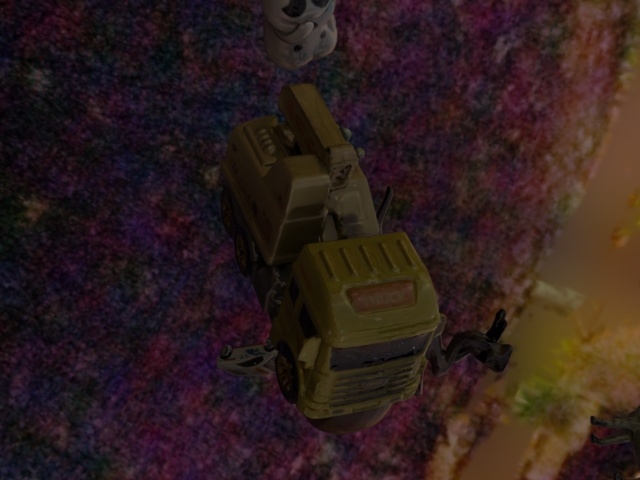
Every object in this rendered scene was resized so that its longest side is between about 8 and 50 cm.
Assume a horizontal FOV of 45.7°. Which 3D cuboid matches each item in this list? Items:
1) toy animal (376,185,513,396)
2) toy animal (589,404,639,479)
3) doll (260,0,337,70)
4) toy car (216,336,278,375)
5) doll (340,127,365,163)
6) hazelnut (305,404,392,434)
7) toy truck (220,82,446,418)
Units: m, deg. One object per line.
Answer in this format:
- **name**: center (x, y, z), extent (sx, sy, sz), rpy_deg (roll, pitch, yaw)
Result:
- **toy animal**: center (0.145, 0.099, 1.174), extent (0.195, 0.324, 0.090), rpy_deg (-42, 178, -15)
- **toy animal**: center (0.514, 0.313, 1.165), extent (0.073, 0.176, 0.217), rpy_deg (73, 7, -57)
- **doll**: center (-0.031, -0.319, 1.061), extent (0.110, 0.107, 0.181), rpy_deg (-25, 166, -9)
- **toy car**: center (-0.123, 0.247, 1.583), extent (0.095, 0.204, 0.056), rpy_deg (40, 46, -47)
- **doll**: center (0.026, -0.144, 1.254), extent (0.083, 0.076, 0.050), rpy_deg (-13, 141, -33)
- **hazelnut**: center (0.055, 0.214, 1.313), extent (0.218, 0.234, 0.218), rpy_deg (-11, 135, -11)
- **toy truck**: center (0.000, 0.000, 0.952), extent (0.180, 0.405, 0.254), rpy_deg (-9, 141, -20)
